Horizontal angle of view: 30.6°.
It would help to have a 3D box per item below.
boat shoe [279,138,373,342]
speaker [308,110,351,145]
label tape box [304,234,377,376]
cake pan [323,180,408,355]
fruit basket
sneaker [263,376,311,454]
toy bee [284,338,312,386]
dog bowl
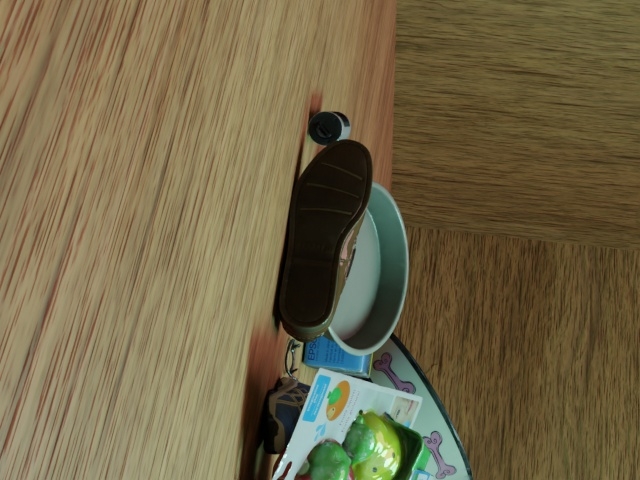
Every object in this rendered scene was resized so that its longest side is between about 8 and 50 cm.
[{"bbox_3d":[0.000,0.000,1.725,0.104,0.111,0.307,90,18,-69],"label":"boat shoe"},{"bbox_3d":[0.015,-0.178,1.855,0.136,0.055,0.055,-37,133,-81],"label":"speaker"},{"bbox_3d":[0.050,0.129,2.222,0.347,0.115,0.249,68,28,-81],"label":"label tape box"},{"bbox_3d":[0.055,0.045,1.951,0.293,0.054,0.293,-3,93,-57],"label":"cake pan"},{"bbox_3d":[0.023,0.350,1.609,0.327,0.165,0.353,-67,156,-3],"label":"fruit basket"},{"bbox_3d":[-0.035,0.252,1.702,0.211,0.081,0.080,-57,155,-73],"label":"sneaker"},{"bbox_3d":[0.021,0.307,1.906,0.298,0.162,0.195,85,14,-60],"label":"toy bee"},{"bbox_3d":[0.164,0.396,2.556,0.408,0.150,0.408,60,-10,17],"label":"dog bowl"}]
